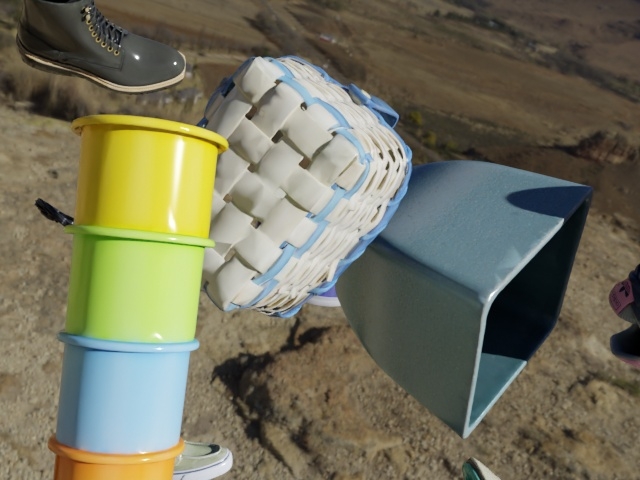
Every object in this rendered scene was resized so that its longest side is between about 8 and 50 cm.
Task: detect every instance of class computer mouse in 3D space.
[{"bbox_3d":[-0.352,-0.002,0.977,0.242,0.041,0.071,27,-7,36],"label":"computer mouse"}]

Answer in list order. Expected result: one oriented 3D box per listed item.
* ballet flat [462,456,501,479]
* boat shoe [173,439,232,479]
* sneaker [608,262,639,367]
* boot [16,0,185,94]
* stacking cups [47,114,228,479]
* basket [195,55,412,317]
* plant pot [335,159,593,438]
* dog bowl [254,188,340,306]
[{"bbox_3d":[0.215,0.325,0.767,0.052,0.057,0.168,-15,75,-17],"label":"ballet flat"},{"bbox_3d":[-0.352,0.488,1.512,0.302,0.094,0.109,-4,13,-3],"label":"boat shoe"},{"bbox_3d":[0.412,0.051,0.790,0.131,0.319,0.112,-1,40,19],"label":"sneaker"},{"bbox_3d":[-0.248,-0.239,0.780,0.197,0.137,0.077,1,72,-22],"label":"boot"},{"bbox_3d":[-0.111,0.090,0.403,0.096,0.316,0.096,3,-4,0],"label":"stacking cups"},{"bbox_3d":[-0.031,-0.056,0.664,0.201,0.255,0.289,44,9,13],"label":"basket"},{"bbox_3d":[0.153,0.040,0.860,0.252,0.248,0.247,28,50,31],"label":"plant pot"},{"bbox_3d":[0.000,0.000,1.320,0.264,0.104,0.265,11,39,-9],"label":"dog bowl"}]
